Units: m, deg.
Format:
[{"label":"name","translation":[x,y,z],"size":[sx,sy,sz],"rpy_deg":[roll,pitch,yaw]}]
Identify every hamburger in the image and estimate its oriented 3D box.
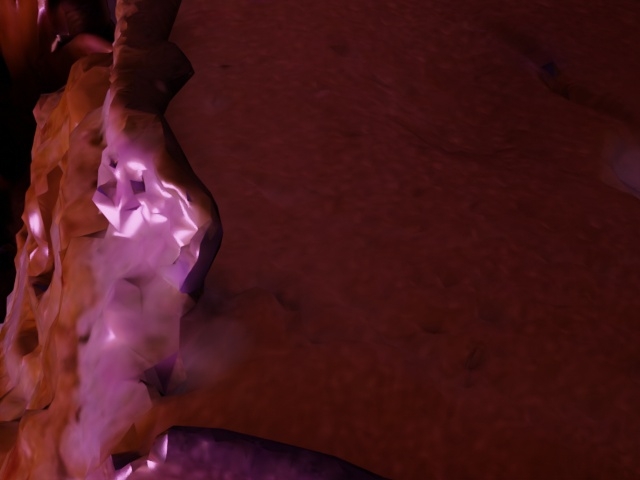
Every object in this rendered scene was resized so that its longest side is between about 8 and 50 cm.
[{"label":"hamburger","translation":[0.045,0.031,0.509],"size":[0.318,0.277,0.195],"rpy_deg":[-90,13,-62]}]

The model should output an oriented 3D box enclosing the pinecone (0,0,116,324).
[{"label":"pinecone","translation":[-0.238,0.007,1.155],"size":[0.384,0.384,0.384],"rpy_deg":[54,155,41]}]
